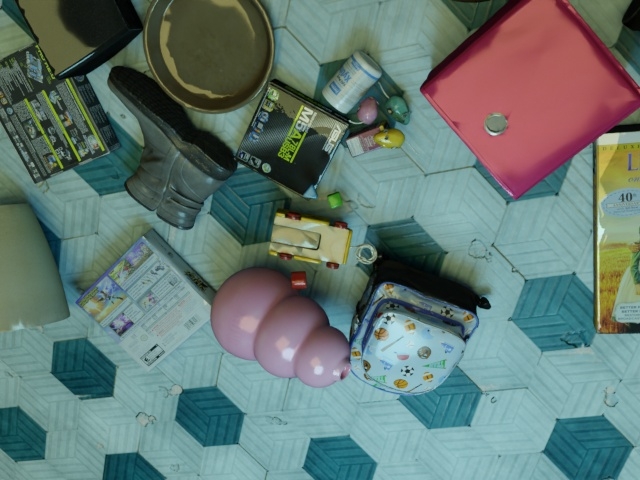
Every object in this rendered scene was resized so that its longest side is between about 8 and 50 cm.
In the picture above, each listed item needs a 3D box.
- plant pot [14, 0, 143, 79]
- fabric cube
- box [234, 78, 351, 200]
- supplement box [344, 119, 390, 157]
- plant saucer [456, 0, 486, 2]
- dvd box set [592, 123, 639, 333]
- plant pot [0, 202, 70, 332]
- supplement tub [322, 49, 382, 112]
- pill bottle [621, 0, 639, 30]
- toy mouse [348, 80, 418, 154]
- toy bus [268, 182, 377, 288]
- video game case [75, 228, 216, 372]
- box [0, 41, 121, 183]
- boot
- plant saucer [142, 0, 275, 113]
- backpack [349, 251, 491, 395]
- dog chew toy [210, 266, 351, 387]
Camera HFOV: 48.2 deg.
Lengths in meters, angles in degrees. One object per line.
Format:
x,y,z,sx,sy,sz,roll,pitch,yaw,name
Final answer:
-0.461,-0.441,1.405,0.167,0.188,0.187,-22,105,8,plant pot
0.358,-0.269,1.236,0.258,0.259,0.254,-39,98,23,fabric cube
-0.059,-0.206,1.474,0.184,0.045,0.191,30,115,1,box
0.098,-0.203,1.434,0.083,0.055,0.043,-18,107,20,supplement box
0.273,-0.577,1.249,0.310,0.050,0.311,5,111,12,plant saucer
0.684,-0.020,1.369,0.307,0.062,0.421,-2,111,13,dvd box set
-0.719,0.054,1.642,0.256,0.256,0.274,-2,94,14,plant pot
0.062,-0.309,1.391,0.071,0.071,0.107,41,113,-5,supplement tub
0.634,-0.352,1.214,0.219,0.123,0.123,32,115,0,pill bottle
0.126,-0.250,1.383,0.161,0.143,0.031,7,162,-26,toy mouse
-0.011,-0.007,1.501,0.191,0.104,0.202,-33,99,7,toy bus
-0.402,0.145,1.684,0.269,0.061,0.244,-40,100,23,video game case
-0.591,-0.283,1.557,0.216,0.060,0.270,-19,106,18,box
-0.361,-0.186,1.519,0.338,0.118,0.222,45,119,-2,boot
-0.221,-0.394,1.438,0.277,0.041,0.278,4,112,11,plant saucer
0.182,0.203,1.504,0.276,0.213,0.263,23,125,0,backpack
-0.076,0.194,1.510,0.331,0.206,0.207,30,118,30,dog chew toy
